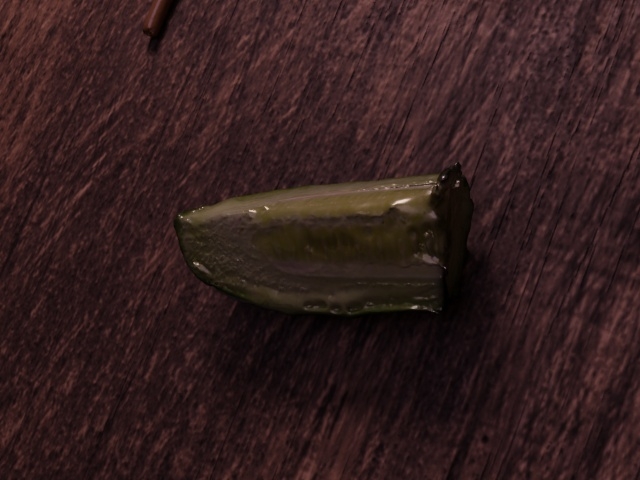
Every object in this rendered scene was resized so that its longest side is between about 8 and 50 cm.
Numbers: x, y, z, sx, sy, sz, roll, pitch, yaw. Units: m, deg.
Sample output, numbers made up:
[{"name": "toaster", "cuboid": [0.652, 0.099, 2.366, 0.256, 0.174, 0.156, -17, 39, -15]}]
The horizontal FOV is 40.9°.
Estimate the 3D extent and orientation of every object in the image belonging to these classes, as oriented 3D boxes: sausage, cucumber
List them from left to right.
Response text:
[{"name": "sausage", "cuboid": [-0.213, -0.333, 1.177, 0.026, 0.026, 0.116, 20, 85, 32]}, {"name": "cucumber", "cuboid": [0.001, 0.002, 0.915, 0.326, 0.105, 0.145, -3, 100, 28]}]
